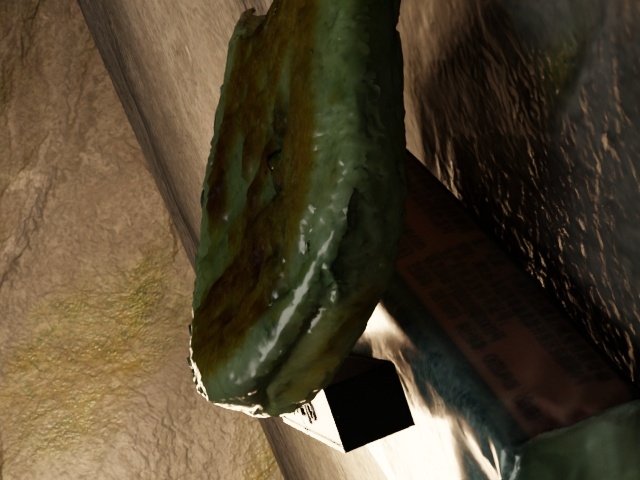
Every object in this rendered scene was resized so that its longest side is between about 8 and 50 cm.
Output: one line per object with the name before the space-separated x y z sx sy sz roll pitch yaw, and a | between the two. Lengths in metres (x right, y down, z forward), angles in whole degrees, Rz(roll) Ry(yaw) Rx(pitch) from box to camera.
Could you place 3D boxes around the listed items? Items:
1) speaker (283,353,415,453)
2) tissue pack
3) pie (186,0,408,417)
speaker | 0.007 0.096 0.786 0.191 0.046 0.040 169 81 -78
tissue pack | 0.087 0.094 0.782 0.315 0.103 0.228 -126 18 -52
pie | -0.015 -0.047 0.723 0.302 0.067 0.302 -167 90 -71
